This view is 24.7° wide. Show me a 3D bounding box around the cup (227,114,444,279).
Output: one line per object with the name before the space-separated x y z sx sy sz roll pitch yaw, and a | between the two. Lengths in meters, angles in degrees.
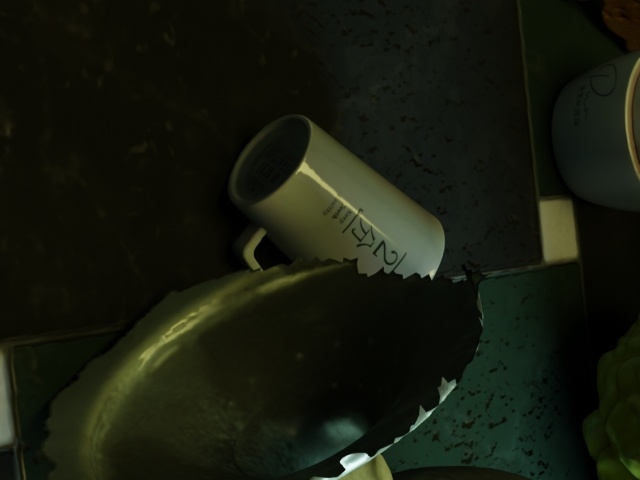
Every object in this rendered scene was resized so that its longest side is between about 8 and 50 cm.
cup | 0.000 0.000 0.808 0.116 0.074 0.104 39 87 -34

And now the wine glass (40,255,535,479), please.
wine glass | 0.038 0.183 0.710 0.238 0.238 0.323 -45 120 -40

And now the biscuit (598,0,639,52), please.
biscuit | 0.240 -0.193 1.034 0.184 0.133 0.027 27 53 -42

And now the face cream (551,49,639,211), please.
face cream | 0.230 -0.076 1.031 0.117 0.104 0.117 6 82 -48

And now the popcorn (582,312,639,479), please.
popcorn | 0.299 0.150 0.989 0.258 0.224 0.270 39 88 -21
